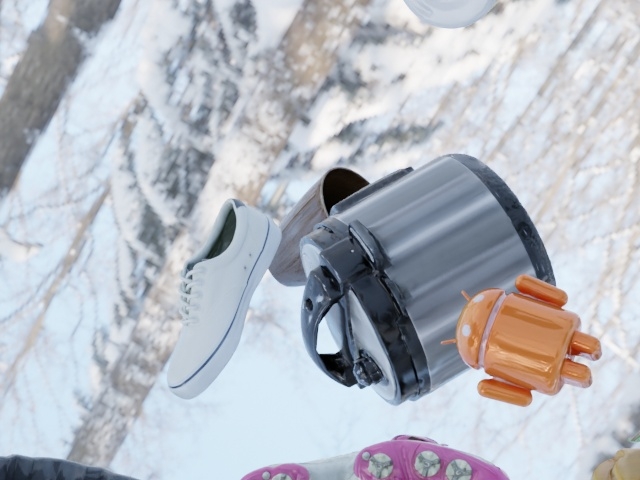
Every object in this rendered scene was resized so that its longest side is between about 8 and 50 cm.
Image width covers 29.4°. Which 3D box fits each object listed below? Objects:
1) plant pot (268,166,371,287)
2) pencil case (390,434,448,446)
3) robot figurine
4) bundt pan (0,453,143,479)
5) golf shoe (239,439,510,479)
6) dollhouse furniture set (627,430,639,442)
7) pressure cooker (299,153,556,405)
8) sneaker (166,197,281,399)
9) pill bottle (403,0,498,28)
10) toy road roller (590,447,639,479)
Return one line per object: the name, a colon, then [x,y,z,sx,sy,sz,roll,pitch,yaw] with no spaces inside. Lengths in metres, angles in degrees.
plant pot: [0.000,0.000,2.483,0.215,0.230,0.215,32,-139,-32]
pencil case: [0.161,0.438,2.064,0.098,0.209,0.095,3,-174,-10]
robot figurine: [0.287,0.145,1.742,0.219,0.158,0.128,18,-153,20]
bundt pan: [-0.326,0.387,1.571,0.330,0.124,0.331,15,-176,-1]
golf shoe: [0.063,0.265,1.301,0.140,0.306,0.115,1,-97,-67]
dollhouse furniture set: [0.575,0.292,1.969,0.058,0.152,0.076,50,-153,22]
pressure cooker: [0.154,0.082,2.151,0.370,0.420,0.375,63,168,-12]
sneaker: [-0.139,0.067,1.503,0.091,0.094,0.258,37,-118,-32]
pill bottle: [0.203,-0.377,1.585,0.136,0.136,0.246,35,-141,6]
toy road roller: [0.331,0.214,0.886,0.329,0.241,0.202,5,-158,-37]
